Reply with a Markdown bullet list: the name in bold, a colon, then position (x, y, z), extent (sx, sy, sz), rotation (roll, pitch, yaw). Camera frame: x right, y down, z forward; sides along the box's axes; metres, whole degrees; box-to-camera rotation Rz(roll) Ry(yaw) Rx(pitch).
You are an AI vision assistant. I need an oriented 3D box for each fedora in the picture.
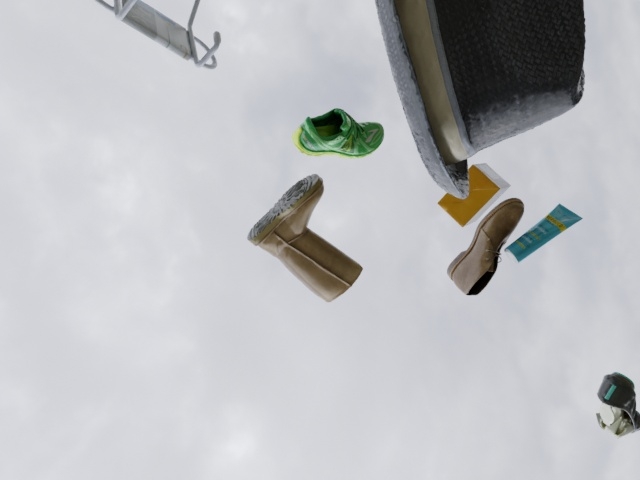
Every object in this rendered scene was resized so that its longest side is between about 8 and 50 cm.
- **fedora**: position (0.158, -0.214, 0.479), extent (0.334, 0.153, 0.334), rotation (40, -136, -55)

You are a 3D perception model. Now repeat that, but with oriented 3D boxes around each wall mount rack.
- **wall mount rack**: position (-0.356, -0.563, 1.168), extent (0.350, 0.130, 0.304), rotation (21, -138, -45)

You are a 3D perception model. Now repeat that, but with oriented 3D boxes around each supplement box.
- **supplement box**: position (0.563, -0.168, 1.856), extent (0.129, 0.191, 0.194), rotation (47, -151, 16)

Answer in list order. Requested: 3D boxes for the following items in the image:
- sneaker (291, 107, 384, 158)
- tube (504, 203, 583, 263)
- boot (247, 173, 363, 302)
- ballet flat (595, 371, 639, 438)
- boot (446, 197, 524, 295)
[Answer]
- **sneaker**: position (0.068, -0.299, 1.421), extent (0.296, 0.123, 0.109), rotation (-10, -113, -30)
- **tube**: position (0.593, -0.017, 1.365), extent (0.207, 0.080, 0.052), rotation (-37, -40, -2)
- **boot**: position (0.000, 0.000, 1.184), extent (0.269, 0.236, 0.089), rotation (38, -153, -26)
- **ballet flat**: position (0.728, 0.422, 1.255), extent (0.096, 0.095, 0.280), rotation (-48, -53, -12)
- **boot**: position (0.477, 0.025, 1.406), extent (0.112, 0.305, 0.115), rotation (16, -151, -23)
